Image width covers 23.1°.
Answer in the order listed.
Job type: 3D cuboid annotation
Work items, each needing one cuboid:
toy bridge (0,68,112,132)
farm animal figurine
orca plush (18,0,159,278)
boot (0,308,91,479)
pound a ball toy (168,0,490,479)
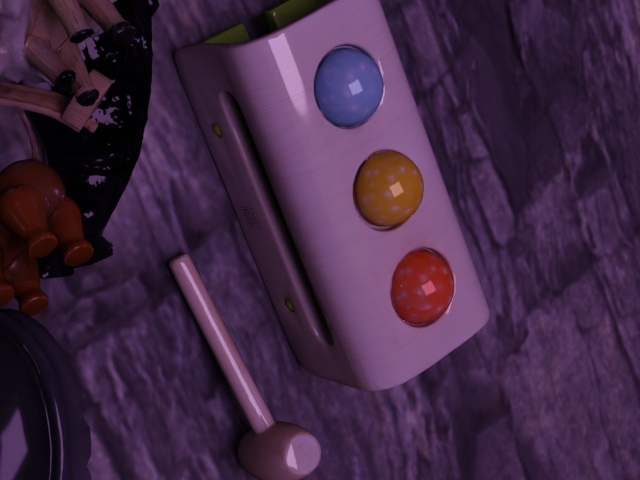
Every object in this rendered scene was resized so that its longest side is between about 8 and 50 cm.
[{"bbox_3d":[-0.218,-0.121,0.965,0.188,0.063,0.026,34,41,-7],"label":"toy bridge"},{"bbox_3d":[-0.293,-0.057,0.865,0.330,0.172,0.326,-13,145,-34],"label":"farm animal figurine"},{"bbox_3d":[-0.156,-0.117,1.005,0.151,0.102,0.287,7,91,-36],"label":"orca plush"},{"bbox_3d":[-0.338,0.209,0.761,0.445,0.146,0.367,4,109,-56],"label":"boot"},{"bbox_3d":[0.000,0.000,1.111,0.208,0.136,0.319,-32,112,-29],"label":"pound a ball toy"}]
